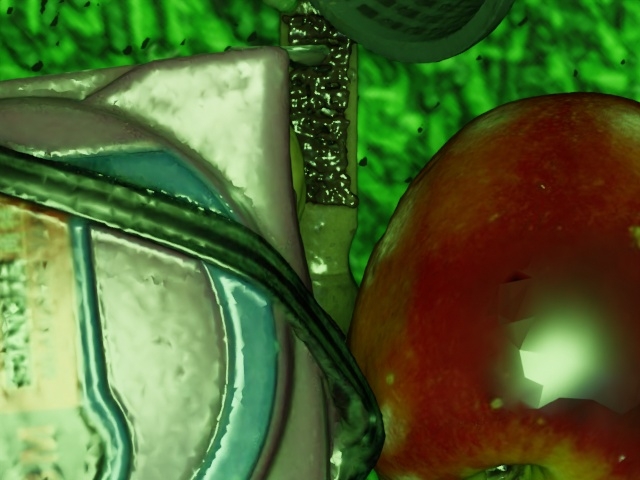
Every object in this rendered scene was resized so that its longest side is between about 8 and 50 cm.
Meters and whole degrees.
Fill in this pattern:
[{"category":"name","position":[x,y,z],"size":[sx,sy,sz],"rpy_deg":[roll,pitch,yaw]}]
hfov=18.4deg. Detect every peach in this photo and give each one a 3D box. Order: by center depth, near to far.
[{"category":"peach","position":[0.118,0.049,0.933],"size":[0.199,0.243,0.243],"rpy_deg":[21,100,12]}]

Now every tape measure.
[{"category":"tape measure","position":[-0.100,0.043,0.830],"size":[0.245,0.149,0.231],"rpy_deg":[-5,89,-5]}]

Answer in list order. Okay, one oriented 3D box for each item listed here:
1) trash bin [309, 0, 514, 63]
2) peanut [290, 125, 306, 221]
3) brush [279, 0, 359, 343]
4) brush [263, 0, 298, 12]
[{"category":"trash bin","position":[0.076,-0.188,0.900],"size":[0.161,0.175,0.175],"rpy_deg":[-29,105,-36]},{"category":"peanut","position":[-0.106,0.066,0.964],"size":[0.147,0.147,0.319],"rpy_deg":[30,95,-9]},{"category":"brush","position":[0.000,0.000,1.006],"size":[0.043,0.036,0.248],"rpy_deg":[0,101,1]},{"category":"brush","position":[-0.109,-0.201,0.951],"size":[0.282,0.054,0.048],"rpy_deg":[33,117,-8]}]
